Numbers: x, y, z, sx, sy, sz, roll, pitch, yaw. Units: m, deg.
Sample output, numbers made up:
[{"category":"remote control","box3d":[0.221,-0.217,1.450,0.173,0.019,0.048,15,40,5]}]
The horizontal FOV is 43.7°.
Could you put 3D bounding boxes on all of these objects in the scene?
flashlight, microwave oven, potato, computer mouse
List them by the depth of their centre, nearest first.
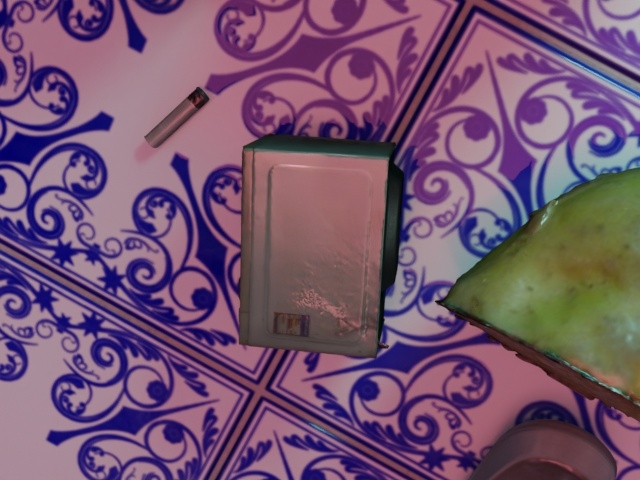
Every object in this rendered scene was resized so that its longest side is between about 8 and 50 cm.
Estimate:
[{"category":"potato","box3d":[0.302,0.037,0.739,0.289,0.301,0.237,32,87,-33]},{"category":"microwave oven","box3d":[0.000,0.000,0.824,0.163,0.129,0.205,5,105,7]},{"category":"flashlight","box3d":[-0.157,-0.134,0.875,0.083,0.018,0.018,-39,93,16]},{"category":"computer mouse","box3d":[0.232,0.285,0.887,0.128,0.079,0.231,34,123,3]}]
